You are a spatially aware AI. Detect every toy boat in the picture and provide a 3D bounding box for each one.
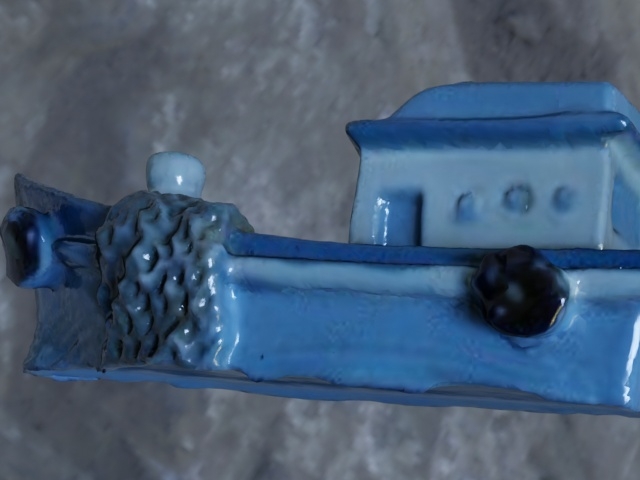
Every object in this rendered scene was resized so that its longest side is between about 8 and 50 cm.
[{"bbox_3d":[0.000,0.000,0.550,0.238,0.098,0.109,1,168,26],"label":"toy boat"}]
